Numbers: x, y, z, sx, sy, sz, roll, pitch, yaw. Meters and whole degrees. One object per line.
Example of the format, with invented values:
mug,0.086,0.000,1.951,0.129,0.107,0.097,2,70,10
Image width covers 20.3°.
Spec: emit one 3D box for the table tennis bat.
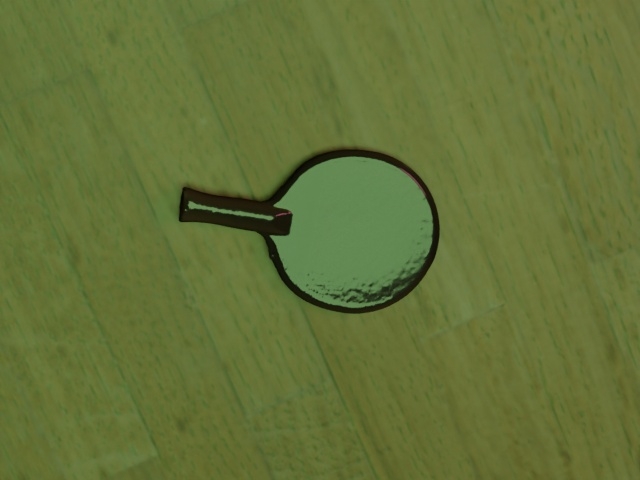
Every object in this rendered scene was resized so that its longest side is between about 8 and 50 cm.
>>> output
table tennis bat,0.000,0.000,1.099,0.170,0.119,0.107,9,100,-9
